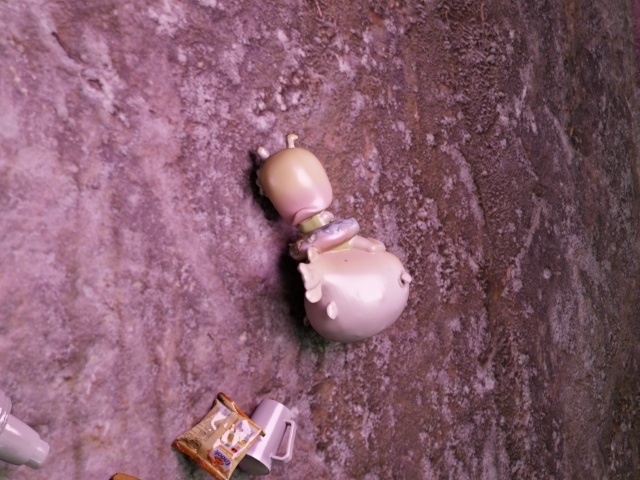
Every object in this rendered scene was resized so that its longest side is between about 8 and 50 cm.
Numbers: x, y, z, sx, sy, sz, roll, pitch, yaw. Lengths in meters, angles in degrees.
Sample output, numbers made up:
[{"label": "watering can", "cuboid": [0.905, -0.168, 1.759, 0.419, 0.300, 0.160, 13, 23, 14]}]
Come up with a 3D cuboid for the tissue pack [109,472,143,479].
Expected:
[{"label": "tissue pack", "cuboid": [-0.240, 0.403, 1.091, 0.082, 0.169, 0.120, -46, 115, -32]}]

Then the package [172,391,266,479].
[{"label": "package", "cuboid": [-0.159, 0.317, 1.241, 0.108, 0.031, 0.121, 34, 51, 15]}]

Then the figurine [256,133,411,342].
[{"label": "figurine", "cuboid": [0.000, 0.000, 1.358, 0.394, 0.226, 0.274, 64, 20, -4]}]

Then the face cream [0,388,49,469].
[{"label": "face cream", "cuboid": [-0.445, 0.219, 0.963, 0.251, 0.101, 0.101, 42, 57, -32]}]

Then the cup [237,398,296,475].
[{"label": "cup", "cuboid": [-0.086, 0.335, 1.298, 0.116, 0.104, 0.074, -60, 140, -35]}]
